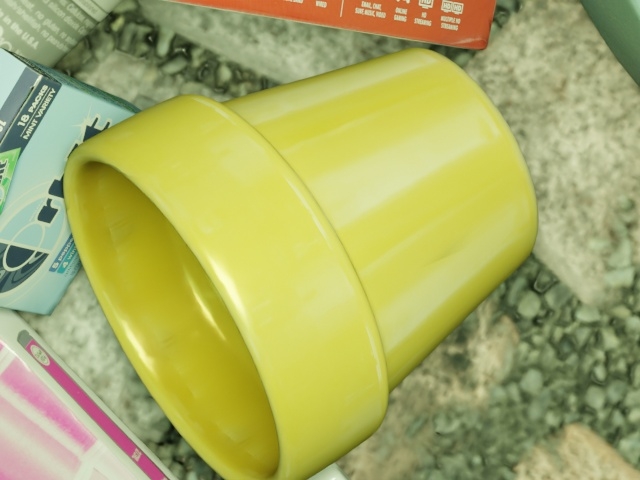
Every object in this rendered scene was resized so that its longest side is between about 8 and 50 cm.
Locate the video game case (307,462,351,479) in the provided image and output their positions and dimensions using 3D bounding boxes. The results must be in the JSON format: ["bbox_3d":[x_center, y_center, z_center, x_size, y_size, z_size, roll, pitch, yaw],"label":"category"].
[{"bbox_3d":[-0.001,0.294,1.364,0.204,0.025,0.285,-36,125,3],"label":"video game case"}]

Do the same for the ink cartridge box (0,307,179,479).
[{"bbox_3d":[-0.168,0.225,1.386,0.176,0.069,0.371,-42,99,13],"label":"ink cartridge box"}]

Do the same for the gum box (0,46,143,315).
[{"bbox_3d":[-0.192,-0.033,1.302,0.041,0.184,0.157,34,96,20],"label":"gum box"}]

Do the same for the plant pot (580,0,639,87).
[{"bbox_3d":[0.311,-0.151,1.281,0.247,0.248,0.252,-28,114,1],"label":"plant pot"}]

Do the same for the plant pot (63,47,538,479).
[{"bbox_3d":[0.000,0.000,1.283,0.239,0.254,0.254,-29,98,-22],"label":"plant pot"}]

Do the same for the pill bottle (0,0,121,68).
[{"bbox_3d":[-0.192,-0.206,1.289,0.283,0.161,0.161,-44,97,4],"label":"pill bottle"}]

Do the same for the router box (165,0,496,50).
[{"bbox_3d":[-0.005,-0.284,1.223,0.335,0.082,0.301,2,101,-47],"label":"router box"}]
